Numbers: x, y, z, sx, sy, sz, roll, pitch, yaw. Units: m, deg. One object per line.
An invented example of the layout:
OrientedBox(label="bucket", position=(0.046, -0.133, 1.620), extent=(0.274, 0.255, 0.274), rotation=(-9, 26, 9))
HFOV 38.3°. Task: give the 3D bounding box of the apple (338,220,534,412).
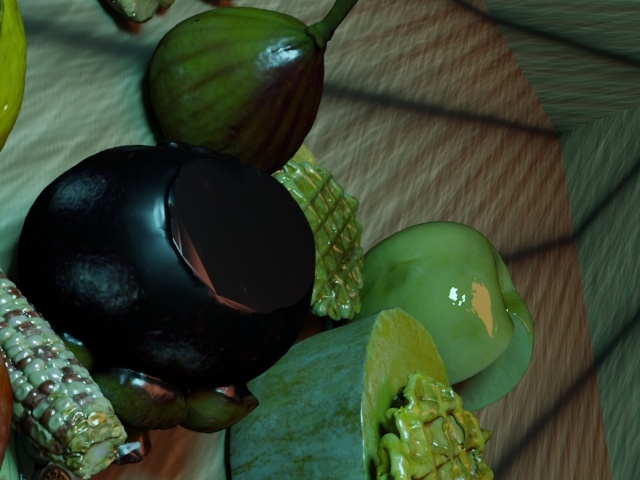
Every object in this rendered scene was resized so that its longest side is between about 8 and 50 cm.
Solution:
OrientedBox(label="apple", position=(0.166, 0.119, 1.345), extent=(0.292, 0.254, 0.292), rotation=(48, 32, -43))

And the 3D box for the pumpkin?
OrientedBox(label="pumpkin", position=(0.033, 0.253, 1.088), extent=(0.332, 0.199, 0.332), rotation=(32, 52, -55))

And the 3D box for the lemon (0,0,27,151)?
OrientedBox(label="lemon", position=(-0.308, -0.110, 0.530), extent=(0.258, 0.310, 0.258), rotation=(1, 89, -62))

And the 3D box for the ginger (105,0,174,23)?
OrientedBox(label="ginger", position=(-0.215, -0.303, 1.116), extent=(0.165, 0.067, 0.096), rotation=(6, 66, -67))

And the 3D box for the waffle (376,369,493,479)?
OrientedBox(label="waffle", position=(0.132, 0.307, 0.970), extent=(0.325, 0.068, 0.302), rotation=(61, 30, -36))

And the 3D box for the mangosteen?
OrientedBox(label="mangosteen", position=(-0.136, 0.051, 0.825), extent=(0.287, 0.233, 0.287), rotation=(34, 44, -42))

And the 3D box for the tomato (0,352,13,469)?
OrientedBox(label="tomato", position=(-0.281, 0.115, 0.531), extent=(0.208, 0.208, 0.184), rotation=(-35, 108, -64))

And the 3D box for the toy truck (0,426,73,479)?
OrientedBox(label="toy truck", position=(-0.245, 0.219, 0.667), extent=(0.116, 0.085, 0.191), rotation=(9, 60, -52))

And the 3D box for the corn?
OrientedBox(label="corn", position=(-0.233, 0.079, 0.688), extent=(0.237, 0.079, 0.079), rotation=(39, 17, 21))

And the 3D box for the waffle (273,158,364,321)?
OrientedBox(label="waffle", position=(0.000, 0.000, 1.198), extent=(0.208, 0.054, 0.214), rotation=(34, 48, -55))

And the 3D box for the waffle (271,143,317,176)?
OrientedBox(label="waffle", position=(-0.060, -0.045, 1.242), extent=(0.168, 0.057, 0.274), rotation=(39, 40, -47))

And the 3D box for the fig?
OrientedBox(label="fig", position=(-0.061, -0.204, 1.055), extent=(0.217, 0.321, 0.217), rotation=(19, 57, -32))
